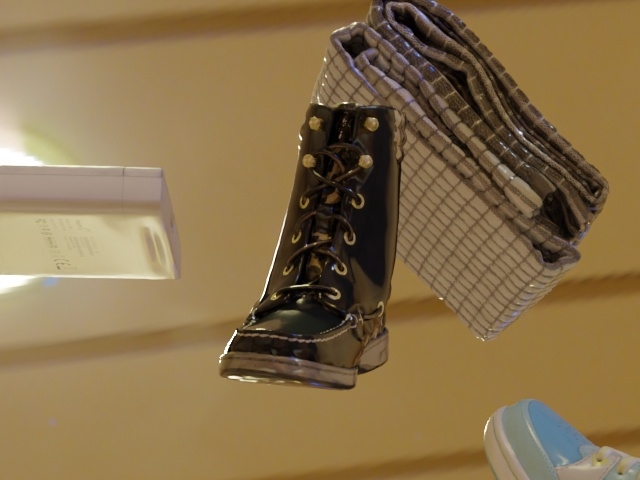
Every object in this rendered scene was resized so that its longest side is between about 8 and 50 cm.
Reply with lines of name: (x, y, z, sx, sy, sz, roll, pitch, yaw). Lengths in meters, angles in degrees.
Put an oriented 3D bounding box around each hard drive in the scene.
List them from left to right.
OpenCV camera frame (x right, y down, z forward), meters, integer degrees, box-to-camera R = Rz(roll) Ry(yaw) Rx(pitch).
hard drive: (-0.312, -0.016, 1.713, 0.353, 0.047, 0.233, 1, -17, 0)

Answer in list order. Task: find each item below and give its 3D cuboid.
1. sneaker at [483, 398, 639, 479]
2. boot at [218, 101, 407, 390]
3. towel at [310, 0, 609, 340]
sneaker: (0.282, 0.189, 1.439, 0.127, 0.319, 0.208, 7, -56, -54)
boot: (-0.001, 0.000, 1.183, 0.085, 0.236, 0.178, 6, -86, 14)
towel: (0.121, -0.069, 1.655, 0.121, 0.284, 0.235, -42, -9, -20)
